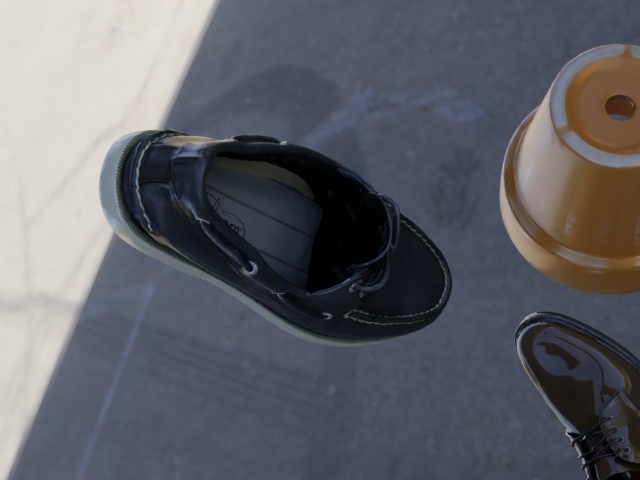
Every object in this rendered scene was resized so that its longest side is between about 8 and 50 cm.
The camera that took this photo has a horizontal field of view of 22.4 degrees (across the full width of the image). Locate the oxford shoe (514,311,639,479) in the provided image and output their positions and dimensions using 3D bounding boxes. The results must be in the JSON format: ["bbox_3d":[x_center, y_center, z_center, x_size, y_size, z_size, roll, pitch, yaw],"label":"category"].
[{"bbox_3d":[0.238,0.153,1.320,0.083,0.227,0.096,-46,-8,31],"label":"oxford shoe"}]

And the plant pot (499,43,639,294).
[{"bbox_3d":[0.272,-0.080,1.501,0.188,0.205,0.205,81,-160,-64],"label":"plant pot"}]

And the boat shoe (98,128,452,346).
[{"bbox_3d":[0.000,-0.004,1.218,0.113,0.340,0.127,-9,61,46],"label":"boat shoe"}]
